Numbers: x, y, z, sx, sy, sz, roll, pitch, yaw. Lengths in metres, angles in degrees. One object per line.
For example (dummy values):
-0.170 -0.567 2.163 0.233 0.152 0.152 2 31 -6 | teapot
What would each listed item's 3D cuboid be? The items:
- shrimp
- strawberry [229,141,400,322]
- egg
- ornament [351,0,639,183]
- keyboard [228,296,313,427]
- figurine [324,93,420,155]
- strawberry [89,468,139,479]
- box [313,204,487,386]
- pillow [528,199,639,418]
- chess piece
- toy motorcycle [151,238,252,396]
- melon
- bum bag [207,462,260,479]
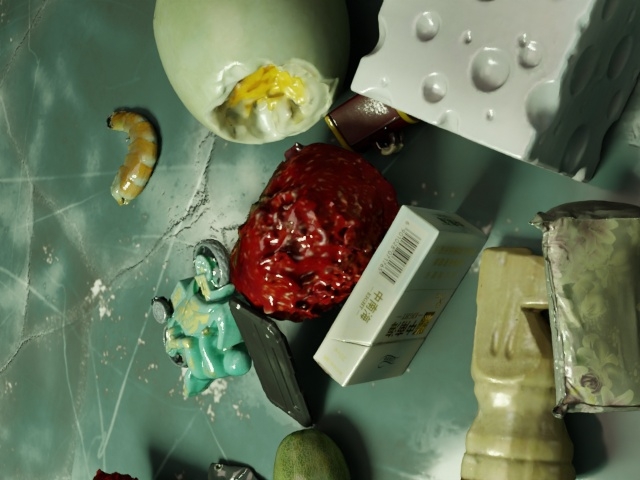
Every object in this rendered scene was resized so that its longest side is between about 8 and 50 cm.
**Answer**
-0.368 -0.162 1.462 0.166 0.049 0.161 40 107 31 | shrimp
0.000 0.000 1.099 0.220 0.274 0.274 28 106 -5 | strawberry
-0.103 -0.324 1.143 0.278 0.278 0.336 -29 66 31 | egg
0.226 -0.230 0.925 0.239 0.239 0.240 30 104 33 | ornament
-0.067 0.182 1.138 0.106 0.262 0.016 29 60 34 | keyboard
0.093 -0.172 1.112 0.154 0.082 0.098 -25 85 39 | figurine
-0.284 0.459 1.263 0.178 0.234 0.234 -25 73 23 | strawberry
0.108 0.075 1.046 0.067 0.155 0.243 39 111 32 | box
0.324 0.080 0.919 0.059 0.169 0.255 156 111 -76 | pillow
0.247 0.152 0.977 0.137 0.137 0.301 -5 73 35 | chess piece
-0.173 0.142 1.253 0.198 0.109 0.296 58 140 21 | toy motorcycle
-0.011 0.357 1.138 0.114 0.114 0.168 -23 74 32 | melon
-0.152 0.488 1.262 0.123 0.060 0.249 2 87 39 | bum bag
